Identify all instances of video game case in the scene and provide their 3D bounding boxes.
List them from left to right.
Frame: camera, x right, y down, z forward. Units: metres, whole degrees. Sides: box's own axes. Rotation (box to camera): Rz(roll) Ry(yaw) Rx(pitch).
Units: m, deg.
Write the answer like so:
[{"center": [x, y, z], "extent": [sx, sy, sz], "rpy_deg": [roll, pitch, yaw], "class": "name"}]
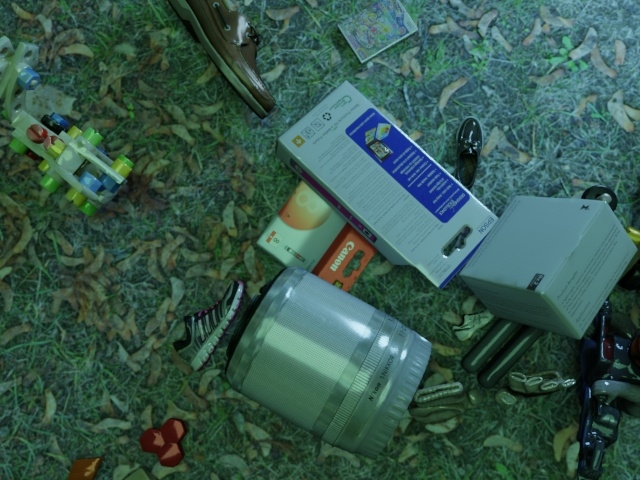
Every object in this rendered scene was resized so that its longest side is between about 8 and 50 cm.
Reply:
[{"center": [0.105, -0.389, 1.221], "extent": [0.122, 0.011, 0.087], "rpy_deg": [-31, 82, -2], "class": "video game case"}]

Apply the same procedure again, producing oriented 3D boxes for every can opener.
[{"center": [0.350, 0.126, 1.107], "extent": [0.074, 0.093, 0.280], "rpy_deg": [44, 91, 7], "class": "can opener"}]

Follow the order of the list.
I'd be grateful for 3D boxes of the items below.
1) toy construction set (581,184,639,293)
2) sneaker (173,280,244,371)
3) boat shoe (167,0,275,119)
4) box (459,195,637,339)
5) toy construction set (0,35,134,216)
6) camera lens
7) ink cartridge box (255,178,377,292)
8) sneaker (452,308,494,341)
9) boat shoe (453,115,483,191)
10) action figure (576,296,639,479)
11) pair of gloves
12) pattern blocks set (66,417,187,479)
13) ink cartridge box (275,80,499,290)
[{"center": [0.584, -0.011, 1.036], "extent": [0.257, 0.237, 0.308], "rpy_deg": [-38, 83, -3], "class": "toy construction set"}, {"center": [-0.193, 0.136, 1.137], "extent": [0.075, 0.063, 0.170], "rpy_deg": [31, 90, 0], "class": "sneaker"}, {"center": [-0.159, -0.359, 1.178], "extent": [0.104, 0.111, 0.307], "rpy_deg": [-35, 83, -1], "class": "boat shoe"}, {"center": [0.352, 0.035, 1.041], "extent": [0.119, 0.182, 0.181], "rpy_deg": [46, 74, -26], "class": "box"}, {"center": [-0.446, -0.172, 1.113], "extent": [0.151, 0.215, 0.327], "rpy_deg": [-38, 82, -3], "class": "toy construction set"}, {"center": [0.006, 0.186, 1.044], "extent": [0.274, 0.219, 0.219], "rpy_deg": [29, 85, 6], "class": "camera lens"}, {"center": [0.000, 0.000, 1.158], "extent": [0.179, 0.045, 0.145], "rpy_deg": [35, 86, 9], "class": "ink cartridge box"}, {"center": [0.261, 0.135, 1.134], "extent": [0.083, 0.032, 0.037], "rpy_deg": [-40, 83, -4], "class": "sneaker"}, {"center": [0.261, -0.152, 1.168], "extent": [0.049, 0.040, 0.142], "rpy_deg": [7, 83, 4], "class": "boat shoe"}, {"center": [0.487, 0.209, 0.973], "extent": [0.179, 0.330, 0.341], "rpy_deg": [22, 57, 2], "class": "action figure"}, {"center": [0.257, 0.245, 1.034], "extent": [0.240, 0.204, 0.042], "rpy_deg": [-10, 68, 1], "class": "pair of gloves"}, {"center": [-0.320, 0.482, 1.115], "extent": [0.325, 0.026, 0.285], "rpy_deg": [-29, 82, -2], "class": "pattern blocks set"}, {"center": [0.113, -0.093, 1.135], "extent": [0.371, 0.069, 0.176], "rpy_deg": [43, 70, 9], "class": "ink cartridge box"}]
